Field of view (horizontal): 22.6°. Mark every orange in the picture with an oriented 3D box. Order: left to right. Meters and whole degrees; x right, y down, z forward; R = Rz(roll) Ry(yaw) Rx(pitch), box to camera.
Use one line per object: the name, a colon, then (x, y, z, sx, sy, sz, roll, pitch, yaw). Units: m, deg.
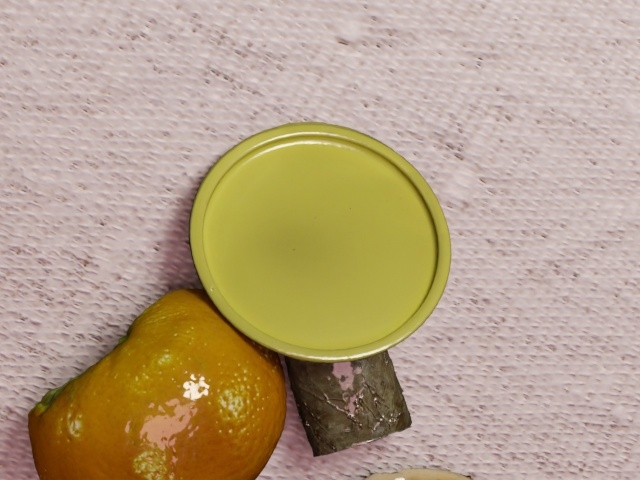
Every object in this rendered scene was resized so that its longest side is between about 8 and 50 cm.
orange: (-0.133, 0.158, 1.390, 0.237, 0.158, 0.179, -35, 120, -12)

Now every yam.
yam: (0.017, 0.111, 1.457, 0.107, 0.107, 0.183, -20, 101, -11)

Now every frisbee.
frisbee: (0.000, 0.000, 1.416, 0.235, 0.017, 0.236, 4, 63, -8)

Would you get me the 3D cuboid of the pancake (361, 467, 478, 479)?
pancake: (0.073, 0.344, 1.532, 0.282, 0.049, 0.283, -2, 96, -17)
